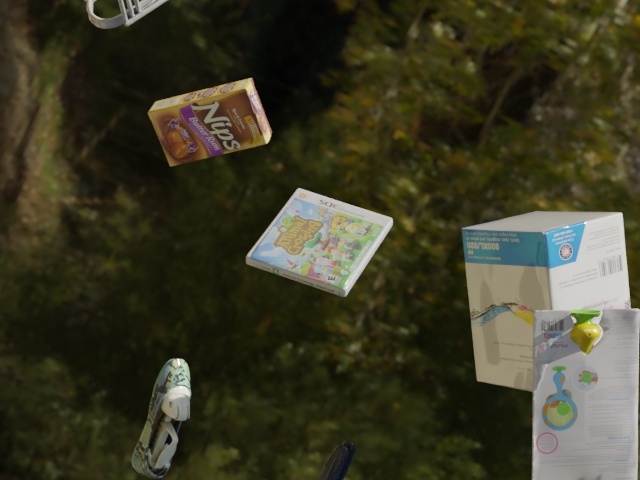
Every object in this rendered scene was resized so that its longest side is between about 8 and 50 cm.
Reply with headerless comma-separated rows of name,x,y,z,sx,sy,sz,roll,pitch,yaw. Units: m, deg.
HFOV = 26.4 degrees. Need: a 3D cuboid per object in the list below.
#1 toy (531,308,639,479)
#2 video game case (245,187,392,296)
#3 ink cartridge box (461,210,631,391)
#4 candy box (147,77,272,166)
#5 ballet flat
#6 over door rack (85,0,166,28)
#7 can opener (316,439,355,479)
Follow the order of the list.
toy,0.329,0.201,1.722,0.056,0.136,0.237,-122,-148,-80
video game case,0.000,0.000,2.423,0.212,0.193,0.023,-55,156,-42
ink cartridge box,0.327,0.085,1.958,0.168,0.171,0.233,3,-78,51
candy box,-0.189,-0.202,2.336,0.186,0.109,0.053,-13,-153,17
ballet flat,-0.226,0.272,2.043,0.070,0.070,0.188,-121,-133,-73
over door rack,-0.124,-0.378,1.455,0.108,0.324,0.239,60,-12,23
can opener,-0.001,0.365,1.954,0.186,0.073,0.059,-62,172,25
